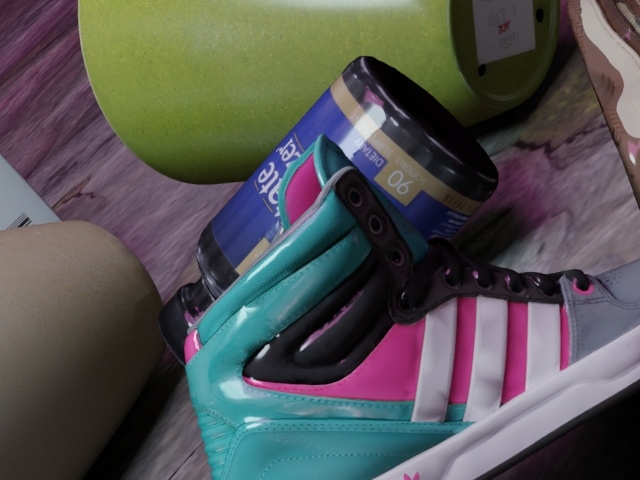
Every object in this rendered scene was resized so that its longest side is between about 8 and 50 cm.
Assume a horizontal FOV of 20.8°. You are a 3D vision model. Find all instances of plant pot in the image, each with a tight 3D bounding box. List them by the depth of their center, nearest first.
[{"bbox_3d":[-0.246,0.102,1.218,0.256,0.256,0.274,-14,17,48],"label":"plant pot"},{"bbox_3d":[0.018,-0.170,1.299,0.294,0.274,0.275,6,48,42],"label":"plant pot"}]

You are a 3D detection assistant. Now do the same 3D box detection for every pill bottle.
[{"bbox_3d":[0.000,0.000,1.111,0.219,0.123,0.123,-48,19,15],"label":"pill bottle"}]

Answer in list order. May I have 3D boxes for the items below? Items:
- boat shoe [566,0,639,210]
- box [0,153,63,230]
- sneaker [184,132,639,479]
[{"bbox_3d":[0.213,-0.089,1.031,0.095,0.095,0.257,-20,31,10],"label":"boat shoe"},{"bbox_3d":[-0.284,0.045,1.425,0.182,0.181,0.119,-45,22,-13],"label":"box"},{"bbox_3d":[0.057,0.021,0.843,0.296,0.178,0.124,-27,-4,-21],"label":"sneaker"}]
